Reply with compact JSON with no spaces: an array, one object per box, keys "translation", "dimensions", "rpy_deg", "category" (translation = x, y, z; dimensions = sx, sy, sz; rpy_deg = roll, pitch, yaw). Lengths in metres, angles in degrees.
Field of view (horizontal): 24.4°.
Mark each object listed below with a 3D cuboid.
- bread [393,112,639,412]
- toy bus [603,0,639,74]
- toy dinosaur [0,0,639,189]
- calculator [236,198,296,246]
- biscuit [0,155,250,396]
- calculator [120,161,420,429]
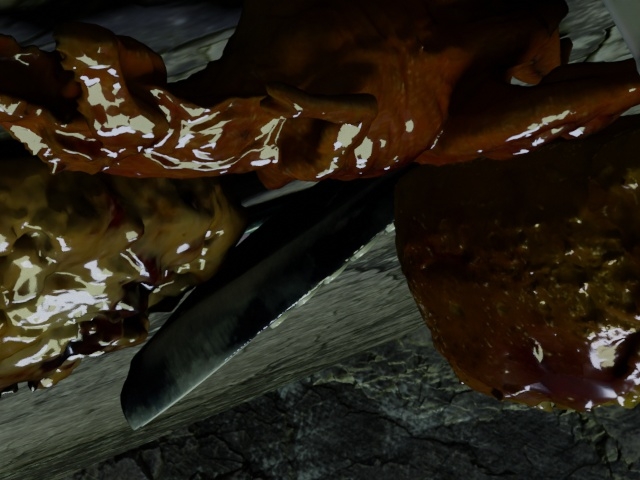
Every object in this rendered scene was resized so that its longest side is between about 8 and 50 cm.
[{"translation":[0.147,0.012,0.599],"dimensions":[0.271,0.139,0.077],"rpy_deg":[-3,-155,48],"category":"bread"},{"translation":[0.190,-0.125,0.378],"dimensions":[0.302,0.139,0.113],"rpy_deg":[-18,173,-30],"category":"toy bus"},{"translation":[0.069,-0.074,0.574],"dimensions":[0.208,0.097,0.432],"rpy_deg":[-15,175,41],"category":"toy dinosaur"},{"translation":[-0.054,-0.003,0.965],"dimensions":[0.141,0.019,0.094],"rpy_deg":[-18,174,-17],"category":"calculator"},{"translation":[-0.189,0.040,0.719],"dimensions":[0.334,0.081,0.289],"rpy_deg":[-11,166,-44],"category":"biscuit"},{"translation":[0.000,0.000,0.810],"dimensions":[0.268,0.040,0.177],"rpy_deg":[-35,-171,27],"category":"calculator"}]
